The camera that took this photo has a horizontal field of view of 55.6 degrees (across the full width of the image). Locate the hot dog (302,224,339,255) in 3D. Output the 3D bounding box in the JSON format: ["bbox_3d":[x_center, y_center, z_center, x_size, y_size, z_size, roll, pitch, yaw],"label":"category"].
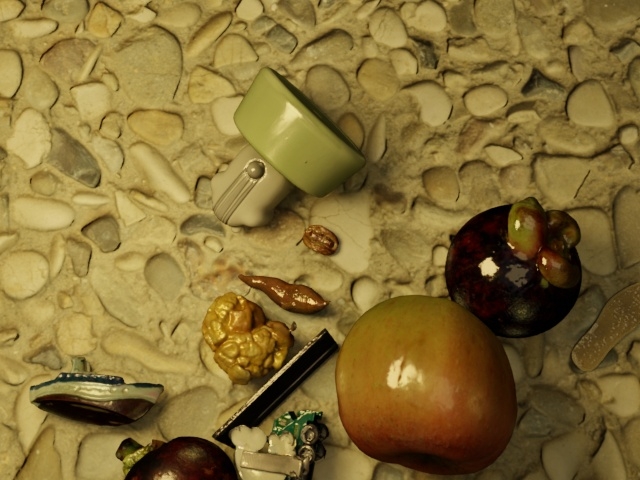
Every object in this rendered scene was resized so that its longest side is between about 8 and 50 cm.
[{"bbox_3d":[0.000,0.000,1.344,0.083,0.035,0.058,27,75,5],"label":"hot dog"}]

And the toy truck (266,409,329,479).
[{"bbox_3d":[-0.060,0.444,1.213,0.116,0.110,0.216,8,78,14],"label":"toy truck"}]

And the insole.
[{"bbox_3d":[0.637,0.184,1.323,0.081,0.011,0.248,44,81,8],"label":"insole"}]

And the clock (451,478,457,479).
[{"bbox_3d":[0.257,0.630,1.085,0.244,0.200,0.317,30,61,8],"label":"clock"}]

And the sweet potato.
[{"bbox_3d":[-0.077,0.118,1.309,0.226,0.068,0.068,16,77,21],"label":"sweet potato"}]

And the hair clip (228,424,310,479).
[{"bbox_3d":[-0.103,0.419,1.157,0.172,0.049,0.116,-2,69,26],"label":"hair clip"}]

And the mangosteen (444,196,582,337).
[{"bbox_3d":[0.391,0.054,1.212,0.288,0.288,0.288,0,77,-1],"label":"mangosteen"}]

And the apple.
[{"bbox_3d":[0.200,0.268,1.152,0.338,0.338,0.305,10,58,2],"label":"apple"}]

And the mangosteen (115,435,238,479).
[{"bbox_3d":[-0.296,0.463,1.153,0.289,0.231,0.231,30,78,26],"label":"mangosteen"}]

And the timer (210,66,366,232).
[{"bbox_3d":[-0.107,-0.154,1.290,0.291,0.291,0.315,46,103,9],"label":"timer"}]

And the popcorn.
[{"bbox_3d":[-0.159,0.210,1.249,0.194,0.140,0.163,31,70,-4],"label":"popcorn"}]

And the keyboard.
[{"bbox_3d":[-0.087,0.306,1.249,0.309,0.101,0.018,-43,56,-8],"label":"keyboard"}]

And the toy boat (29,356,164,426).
[{"bbox_3d":[-0.455,0.302,1.241,0.262,0.114,0.115,9,46,3],"label":"toy boat"}]
